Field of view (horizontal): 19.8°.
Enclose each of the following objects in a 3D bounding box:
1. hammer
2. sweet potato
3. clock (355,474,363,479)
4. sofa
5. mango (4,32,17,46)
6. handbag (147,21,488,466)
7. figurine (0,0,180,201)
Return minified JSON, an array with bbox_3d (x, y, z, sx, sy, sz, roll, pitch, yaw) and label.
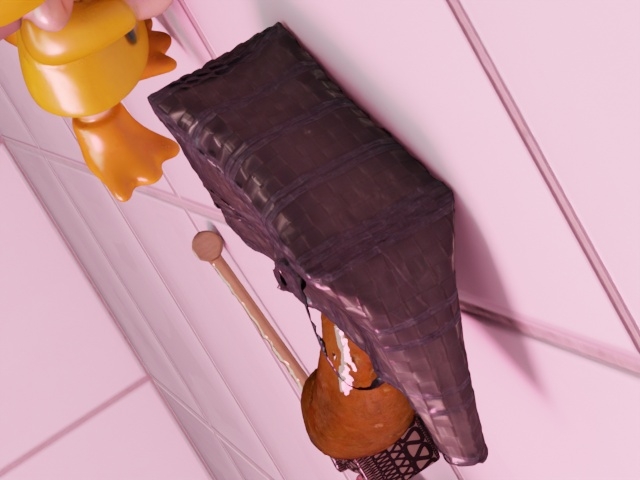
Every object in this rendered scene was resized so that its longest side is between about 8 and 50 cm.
[{"bbox_3d":[-0.056,0.075,1.679,0.195,0.028,0.060,55,174,3],"label":"hammer"},{"bbox_3d":[0.021,0.087,1.237,0.346,0.079,0.108,90,158,-65],"label":"sweet potato"},{"bbox_3d":[0.103,0.292,1.511,0.244,0.056,0.244,54,170,14],"label":"clock"},{"bbox_3d":[0.042,0.154,1.374,0.039,0.060,0.118,63,169,-9],"label":"sofa"},{"bbox_3d":[-0.283,-0.239,1.691,0.187,0.066,0.101,59,172,39],"label":"mango"},{"bbox_3d":[0.000,0.000,1.019,0.270,0.088,0.175,47,161,41],"label":"handbag"},{"bbox_3d":[-0.189,-0.180,1.172,0.215,0.187,0.344,64,-177,40],"label":"figurine"}]
